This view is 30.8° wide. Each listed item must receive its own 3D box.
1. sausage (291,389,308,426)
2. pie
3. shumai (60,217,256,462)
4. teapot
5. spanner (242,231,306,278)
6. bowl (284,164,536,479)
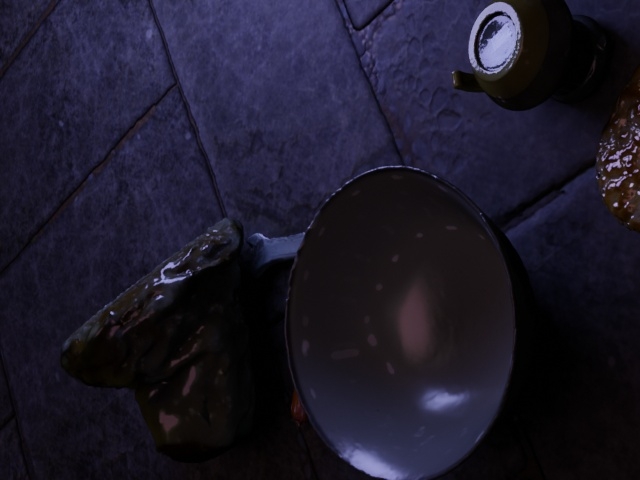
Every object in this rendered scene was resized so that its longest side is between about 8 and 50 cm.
[{"bbox_3d":[-0.019,0.191,1.507,0.031,0.031,0.107,19,101,45],"label":"sausage"},{"bbox_3d":[0.352,-0.086,1.096,0.205,0.084,0.178,18,100,47],"label":"pie"},{"bbox_3d":[-0.165,0.155,1.567,0.263,0.304,0.309,54,161,-4],"label":"shumai"},{"bbox_3d":[0.214,-0.192,1.219,0.166,0.119,0.130,-23,67,52],"label":"teapot"},{"bbox_3d":[0.000,0.000,1.505,0.302,0.017,0.071,-11,81,45],"label":"spanner"},{"bbox_3d":[0.125,0.091,1.272,0.337,0.157,0.337,-3,86,47],"label":"bowl"}]
